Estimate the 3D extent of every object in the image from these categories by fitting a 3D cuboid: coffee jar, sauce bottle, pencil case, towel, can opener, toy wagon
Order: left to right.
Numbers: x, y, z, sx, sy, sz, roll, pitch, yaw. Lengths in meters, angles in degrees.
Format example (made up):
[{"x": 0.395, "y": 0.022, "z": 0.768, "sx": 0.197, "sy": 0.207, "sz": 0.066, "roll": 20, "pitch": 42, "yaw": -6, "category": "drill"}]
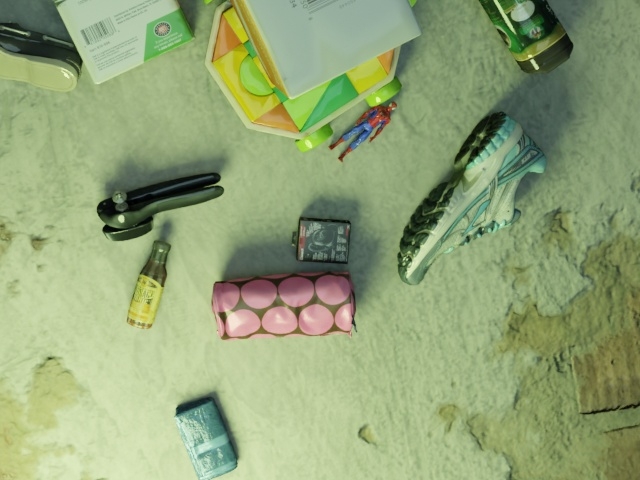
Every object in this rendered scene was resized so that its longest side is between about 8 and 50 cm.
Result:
[{"x": -0.246, "y": 0.063, "z": 1.712, "sx": 0.042, "sy": 0.042, "sz": 0.128, "roll": 14, "pitch": 97, "yaw": -8, "category": "sauce bottle"}, {"x": -0.229, "y": -0.059, "z": 1.692, "sx": 0.186, "sy": 0.073, "sz": 0.059, "roll": -22, "pitch": 63, "yaw": -5, "category": "can opener"}, {"x": -0.170, "y": 0.297, "z": 1.767, "sx": 0.067, "sy": 0.029, "sz": 0.119, "roll": -20, "pitch": 101, "yaw": -3, "category": "towel"}, {"x": -0.053, "y": 0.100, "z": 1.716, "sx": 0.209, "sy": 0.095, "sz": 0.098, "roll": -2, "pitch": 121, "yaw": -3, "category": "pencil case"}, {"x": 0.008, "y": -0.301, "z": 1.658, "sx": 0.344, "sy": 0.068, "sz": 0.267, "roll": -33, "pitch": 102, "yaw": 1, "category": "toy wagon"}, {"x": 0.280, "y": -0.322, "z": 1.667, "sx": 0.079, "sy": 0.096, "sz": 0.184, "roll": -33, "pitch": 102, "yaw": 4, "category": "coffee jar"}]

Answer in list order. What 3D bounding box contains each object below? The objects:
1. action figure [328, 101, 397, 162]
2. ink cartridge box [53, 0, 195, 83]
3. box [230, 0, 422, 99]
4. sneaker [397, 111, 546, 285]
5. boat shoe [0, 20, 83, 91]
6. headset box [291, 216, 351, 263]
[{"x": 0.065, "y": -0.161, "z": 1.710, "sx": 0.115, "sy": 0.030, "sz": 0.038, "roll": -41, "pitch": 96, "yaw": 1, "category": "action figure"}, {"x": -0.282, "y": -0.339, "z": 1.612, "sx": 0.153, "sy": 0.087, "sz": 0.208, "roll": -24, "pitch": 102, "yaw": -1, "category": "ink cartridge box"}, {"x": -0.022, "y": -0.311, "z": 1.442, "sx": 0.168, "sy": 0.345, "sz": 0.215, "roll": -27, "pitch": 101, "yaw": 0, "category": "box"}, {"x": 0.222, "y": -0.040, "z": 1.707, "sx": 0.122, "sy": 0.110, "sz": 0.283, "roll": 35, "pitch": 95, "yaw": -14, "category": "sneaker"}, {"x": -0.427, "y": -0.266, "z": 1.636, "sx": 0.206, "sy": 0.075, "sz": 0.065, "roll": 17, "pitch": 55, "yaw": -3, "category": "boat shoe"}, {"x": 0.000, "y": 0.000, "z": 1.729, "sx": 0.083, "sy": 0.032, "sz": 0.062, "roll": 3, "pitch": 99, "yaw": -5, "category": "headset box"}]
